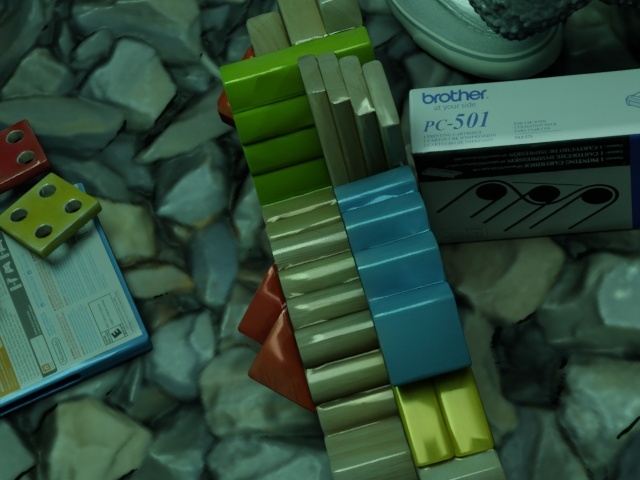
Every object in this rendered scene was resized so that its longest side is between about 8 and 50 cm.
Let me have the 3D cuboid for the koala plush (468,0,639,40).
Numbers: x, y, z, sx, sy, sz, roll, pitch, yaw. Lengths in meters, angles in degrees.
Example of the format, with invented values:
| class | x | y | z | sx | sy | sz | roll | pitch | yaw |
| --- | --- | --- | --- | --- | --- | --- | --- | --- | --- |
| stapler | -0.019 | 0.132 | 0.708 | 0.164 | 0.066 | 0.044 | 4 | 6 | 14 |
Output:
| class | x | y | z | sx | sy | sz | roll | pitch | yaw |
| --- | --- | --- | --- | --- | --- | --- | --- | --- | --- |
| koala plush | 0.180 | -0.228 | 1.116 | 0.196 | 0.203 | 0.221 | 15 | 28 | -19 |

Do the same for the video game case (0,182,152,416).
| class | x | y | z | sx | sy | sz | roll | pitch | yaw |
| --- | --- | --- | --- | --- | --- | --- | --- | --- | --- |
| video game case | -0.192 | 0.047 | 1.118 | 0.166 | 0.015 | 0.119 | -24 | 59 | -4 |

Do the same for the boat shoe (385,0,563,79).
| class | x | y | z | sx | sy | sz | roll | pitch | yaw |
| --- | --- | --- | --- | --- | --- | --- | --- | --- | --- |
| boat shoe | 0.059 | -0.186 | 1.171 | 0.079 | 0.081 | 0.227 | -35 | 59 | -11 |

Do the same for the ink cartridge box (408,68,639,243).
| class | x | y | z | sx | sy | sz | roll | pitch | yaw |
| --- | --- | --- | --- | --- | --- | --- | --- | --- | --- |
| ink cartridge box | 0.156 | -0.048 | 1.062 | 0.207 | 0.097 | 0.046 | -5 | 59 | 7 |

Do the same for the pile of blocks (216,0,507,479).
| class | x | y | z | sx | sy | sz | roll | pitch | yaw |
| --- | --- | --- | --- | --- | --- | --- | --- | --- | --- |
| pile of blocks | 0.000 | 0.000 | 1.033 | 0.113 | 0.149 | 0.362 | -17 | 59 | 0 |

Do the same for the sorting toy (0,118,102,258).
| class | x | y | z | sx | sy | sz | roll | pitch | yaw |
| --- | --- | --- | --- | --- | --- | --- | --- | --- | --- |
| sorting toy | -0.266 | 0.004 | 1.121 | 0.274 | 0.046 | 0.132 | -25 | 45 | -5 |
